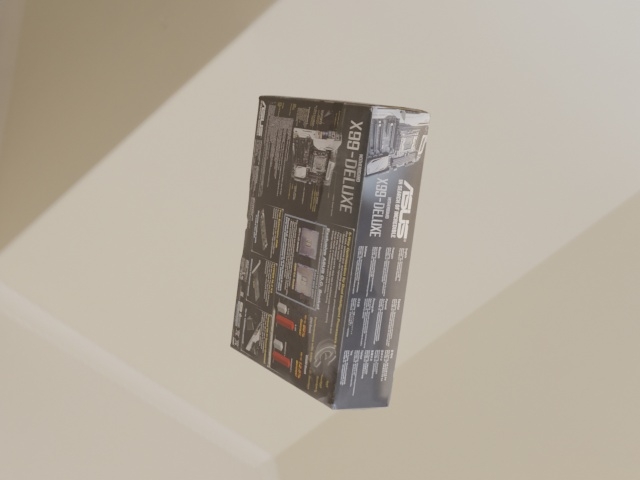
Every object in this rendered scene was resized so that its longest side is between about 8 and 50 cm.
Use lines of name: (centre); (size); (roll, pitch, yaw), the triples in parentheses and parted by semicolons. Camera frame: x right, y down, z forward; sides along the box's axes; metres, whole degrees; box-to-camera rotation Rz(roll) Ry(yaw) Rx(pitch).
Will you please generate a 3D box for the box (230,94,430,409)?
box: (0.000, 0.000, 1.028); (0.076, 0.308, 0.242); (3, -173, -31)
